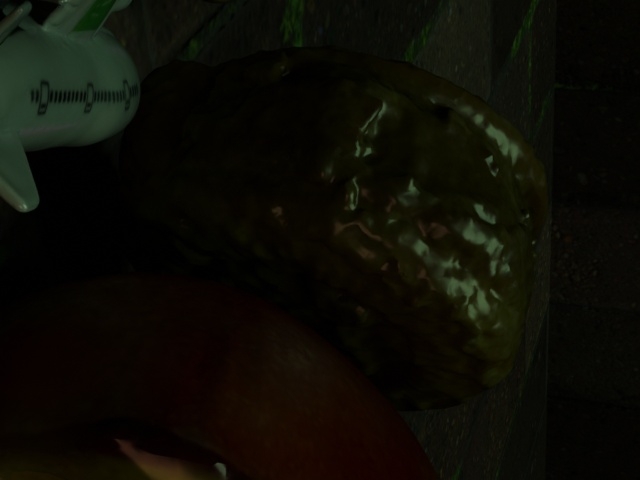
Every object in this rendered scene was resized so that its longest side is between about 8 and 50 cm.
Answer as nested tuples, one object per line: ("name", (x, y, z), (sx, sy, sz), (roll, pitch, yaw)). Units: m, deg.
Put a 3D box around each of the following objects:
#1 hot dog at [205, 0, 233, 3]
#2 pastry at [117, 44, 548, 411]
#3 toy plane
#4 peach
("hot dog", (-0.051, -0.221, 0.843), (0.269, 0.072, 0.109), (-56, 146, -59))
("pastry", (0.000, 0.000, 0.703), (0.240, 0.235, 0.132), (121, -14, -58))
("toy plane", (-0.132, -0.072, 0.562), (0.251, 0.101, 0.255), (-47, -172, 13))
("peach", (-0.064, 0.154, 0.609), (0.338, 0.281, 0.281), (65, 35, -71))
